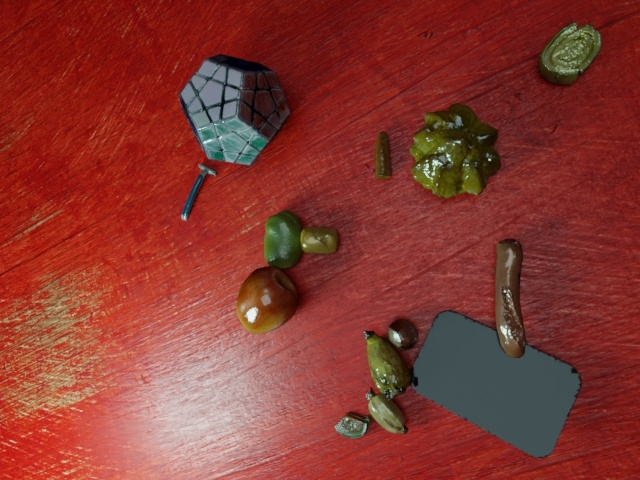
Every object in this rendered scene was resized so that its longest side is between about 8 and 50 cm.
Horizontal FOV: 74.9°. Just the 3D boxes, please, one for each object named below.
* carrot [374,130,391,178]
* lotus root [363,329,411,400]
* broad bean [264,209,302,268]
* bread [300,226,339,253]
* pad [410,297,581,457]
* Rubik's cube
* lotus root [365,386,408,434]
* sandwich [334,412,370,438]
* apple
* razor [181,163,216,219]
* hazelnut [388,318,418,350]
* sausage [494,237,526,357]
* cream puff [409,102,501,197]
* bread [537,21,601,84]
[{"bbox_3d":[0.176,-0.245,1.196,0.048,0.048,0.139,-4,84,16],"label":"carrot"},{"bbox_3d":[0.177,0.331,1.142,0.108,0.095,0.190,-36,66,35],"label":"lotus root"},{"bbox_3d":[-0.111,-0.002,1.253,0.125,0.082,0.174,-5,96,16],"label":"broad bean"},{"bbox_3d":[0.000,0.000,1.209,0.115,0.056,0.082,6,89,-12],"label":"bread"},{"bbox_3d":[0.461,0.334,1.103,0.376,0.063,0.314,25,88,22],"label":"pad"},{"bbox_3d":[-0.246,-0.376,1.206,0.319,0.319,0.263,24,122,16],"label":"Rubik's cube"},{"bbox_3d":[0.179,0.471,1.151,0.073,0.062,0.150,-45,77,2],"label":"lotus root"},{"bbox_3d":[0.090,0.531,1.193,0.101,0.026,0.069,2,89,17],"label":"sandwich"},{"bbox_3d":[-0.158,0.179,1.210,0.200,0.199,0.198,-1,87,16],"label":"apple"},{"bbox_3d":[-0.411,-0.154,1.362,0.068,0.037,0.191,29,95,14],"label":"razor"},{"bbox_3d":[0.227,0.258,1.144,0.087,0.086,0.086,-1,87,16],"label":"hazelnut"},{"bbox_3d":[0.481,0.143,1.062,0.078,0.078,0.303,1,80,16],"label":"sausage"},{"bbox_3d":[0.352,-0.229,1.086,0.245,0.196,0.243,5,118,10],"label":"cream puff"},{"bbox_3d":[0.634,-0.478,1.064,0.117,0.064,0.156,41,97,9],"label":"bread"}]
